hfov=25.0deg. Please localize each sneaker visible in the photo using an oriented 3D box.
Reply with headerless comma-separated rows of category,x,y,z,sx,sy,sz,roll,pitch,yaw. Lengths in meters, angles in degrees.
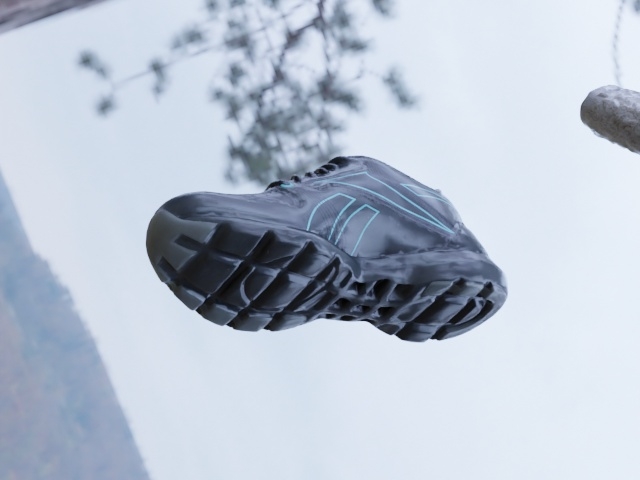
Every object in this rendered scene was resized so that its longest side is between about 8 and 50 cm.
sneaker,0.000,0.000,0.940,0.101,0.267,0.106,-43,-130,38

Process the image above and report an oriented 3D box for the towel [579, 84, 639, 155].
towel,0.348,-0.061,1.116,0.187,0.282,0.049,28,-74,40
